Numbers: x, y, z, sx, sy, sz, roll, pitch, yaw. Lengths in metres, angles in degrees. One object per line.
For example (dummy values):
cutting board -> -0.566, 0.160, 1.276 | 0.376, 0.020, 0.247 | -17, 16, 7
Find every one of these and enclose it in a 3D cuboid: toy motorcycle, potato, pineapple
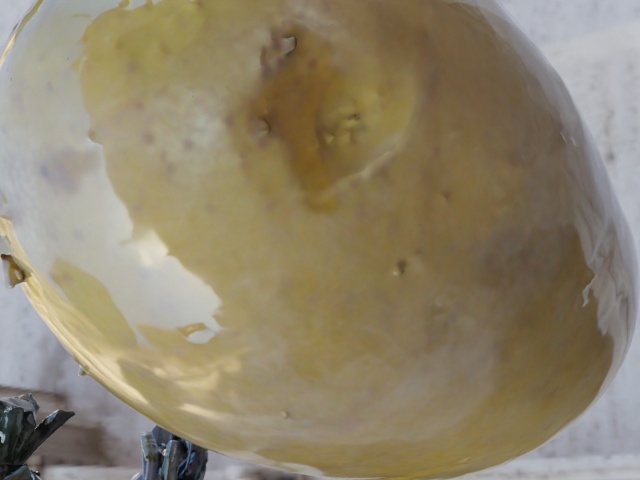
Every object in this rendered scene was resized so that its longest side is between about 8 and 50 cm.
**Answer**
toy motorcycle -> -0.174, 0.297, 1.490 | 0.073, 0.152, 0.225 | 15, -99, -30
potato -> 0.000, 0.000, 0.415 | 0.146, 0.150, 0.234 | -52, -43, -9
pineapple -> -0.282, 0.245, 1.169 | 0.128, 0.128, 0.248 | 21, -94, -46
